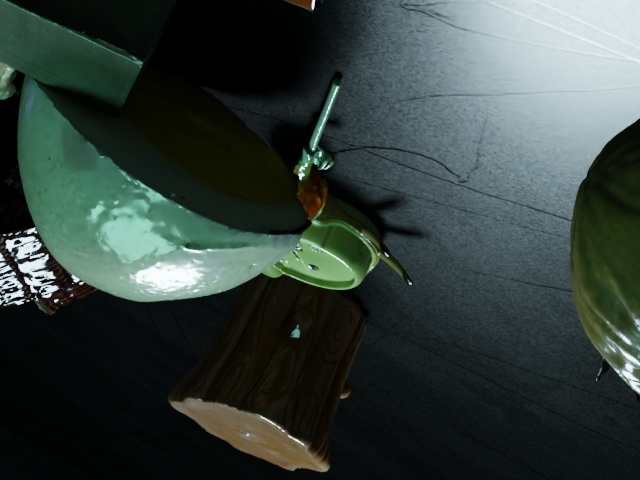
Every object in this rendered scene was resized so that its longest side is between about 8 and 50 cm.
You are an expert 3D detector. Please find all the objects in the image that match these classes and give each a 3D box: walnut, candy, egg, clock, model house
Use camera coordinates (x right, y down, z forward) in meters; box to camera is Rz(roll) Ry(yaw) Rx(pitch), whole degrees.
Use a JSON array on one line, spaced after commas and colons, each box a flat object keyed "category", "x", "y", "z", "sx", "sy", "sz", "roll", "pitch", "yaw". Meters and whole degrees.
[{"category": "walnut", "x": 0.370, "y": 0.014, "z": 1.452, "sx": 0.333, "sy": 0.333, "sz": 0.333, "roll": 20, "pitch": 159, "yaw": 8}, {"category": "candy", "x": -0.011, "y": -0.099, "z": 1.906, "sx": 0.078, "sy": 0.084, "sz": 0.287, "roll": 19, "pitch": 149, "yaw": -3}, {"category": "egg", "x": -0.189, "y": -0.041, "z": 1.818, "sx": 0.337, "sy": 0.201, "sz": 0.337, "roll": 28, "pitch": -160, "yaw": -11}, {"category": "clock", "x": 0.000, "y": 0.000, "z": 2.102, "sx": 0.232, "sy": 0.069, "sz": 0.170, "roll": 11, "pitch": 156, "yaw": 30}, {"category": "model house", "x": -0.382, "y": -0.036, "z": 2.117, "sx": 0.297, "sy": 0.282, "sz": 0.317, "roll": 18, "pitch": 158, "yaw": 14}]

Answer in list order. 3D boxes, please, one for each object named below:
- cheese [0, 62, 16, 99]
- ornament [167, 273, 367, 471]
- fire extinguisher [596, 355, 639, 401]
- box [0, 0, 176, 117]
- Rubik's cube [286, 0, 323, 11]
[{"category": "cheese", "x": -0.387, "y": -0.228, "z": 1.885, "sx": 0.233, "sy": 0.127, "sz": 0.266, "roll": 26, "pitch": 162, "yaw": -14}, {"category": "ornament", "x": -0.057, "y": 0.163, "z": 2.347, "sx": 0.235, "sy": 0.217, "sz": 0.221, "roll": 22, "pitch": 159, "yaw": 4}, {"category": "fire extinguisher", "x": 0.390, "y": 0.121, "z": 1.935, "sx": 0.075, "sy": 0.106, "sz": 0.252, "roll": 14, "pitch": 168, "yaw": -37}, {"category": "box", "x": -0.253, "y": -0.247, "z": 1.660, "sx": 0.231, "sy": 0.149, "sz": 0.155, "roll": 26, "pitch": 159, "yaw": -6}, {"category": "Rubik's cube", "x": -0.041, "y": -0.294, "z": 1.317, "sx": 0.155, "sy": 0.154, "sz": 0.151, "roll": 21, "pitch": 158, "yaw": 6}]
